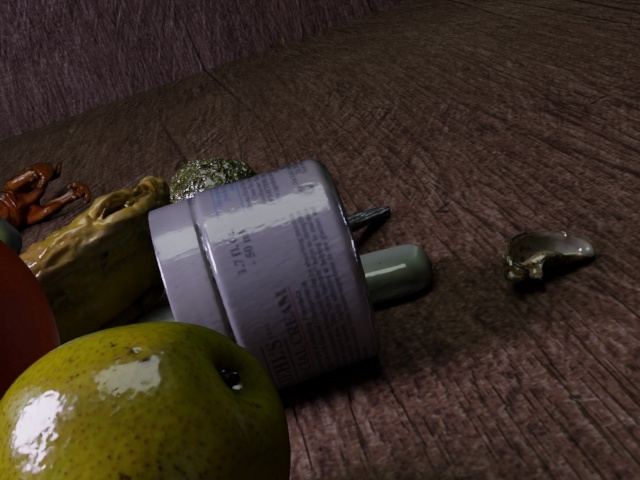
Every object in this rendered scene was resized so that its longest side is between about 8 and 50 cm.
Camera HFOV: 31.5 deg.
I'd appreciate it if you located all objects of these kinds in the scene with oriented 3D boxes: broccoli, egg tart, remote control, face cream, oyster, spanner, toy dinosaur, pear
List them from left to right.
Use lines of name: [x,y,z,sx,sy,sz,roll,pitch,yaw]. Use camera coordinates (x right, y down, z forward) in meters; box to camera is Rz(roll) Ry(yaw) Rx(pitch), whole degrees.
toy dinosaur: [-0.486,-0.075,1.925,0.208,0.097,0.432,-20,10,30]
egg tart: [-0.257,0.049,1.174,0.294,0.123,0.294,-33,6,4]
pear: [-0.107,0.141,0.680,0.198,0.198,0.198,-17,17,5]
broccoli: [-0.130,-0.043,1.408,0.131,0.130,0.120,-57,-12,-22]
face cream: [-0.044,0.035,0.940,0.152,0.177,0.177,-18,17,-2]
remote control: [-0.043,0.060,1.101,0.309,0.038,0.090,-15,14,9]
spanner: [0.000,0.000,1.185,0.093,0.026,0.325,-11,9,29]
oyster: [0.199,0.024,0.995,0.083,0.038,0.081,8,30,1]

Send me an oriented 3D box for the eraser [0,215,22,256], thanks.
eraser: [-0.435,0.041,1.295,0.189,0.104,0.290,-45,4,-9]

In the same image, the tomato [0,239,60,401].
tomato: [-0.342,0.103,0.936,0.255,0.256,0.224,-18,3,4]
